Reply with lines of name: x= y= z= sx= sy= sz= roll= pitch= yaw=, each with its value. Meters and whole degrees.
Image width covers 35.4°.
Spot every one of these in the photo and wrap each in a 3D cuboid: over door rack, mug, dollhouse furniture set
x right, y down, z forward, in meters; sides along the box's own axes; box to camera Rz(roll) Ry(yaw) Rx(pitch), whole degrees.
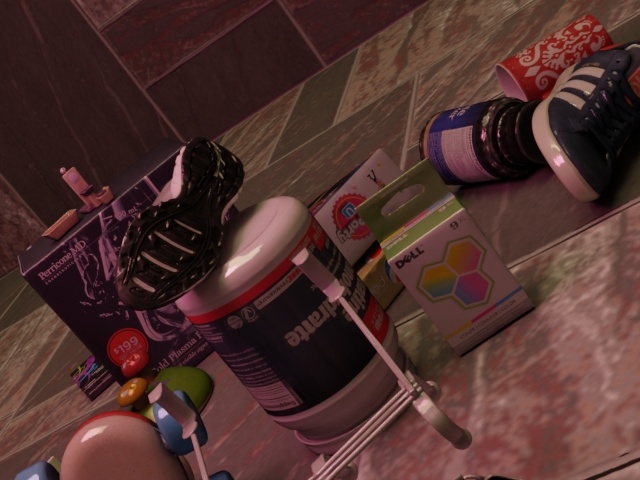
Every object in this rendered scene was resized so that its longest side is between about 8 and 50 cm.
over door rack: x=-0.016 y=0.175 z=0.964 sx=0.239 sy=0.108 sz=0.324 roll=-43 pitch=33 yaw=1
mug: x=0.396 y=-0.271 z=1.635 sx=0.169 sy=0.150 sz=0.113 roll=-33 pitch=-18 yaw=0
dollhouse furniture set: x=-0.409 y=-0.063 z=1.608 sx=0.114 sy=0.081 sz=0.091 roll=-48 pitch=23 yaw=-27

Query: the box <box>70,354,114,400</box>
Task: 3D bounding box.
box: x=-0.427 y=0.249 z=1.965 sx=0.116 sy=0.029 sz=0.162 roll=-42 pitch=20 yaw=-15

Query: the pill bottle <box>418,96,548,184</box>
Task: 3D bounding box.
pill bottle: x=0.258 y=-0.151 z=1.520 sx=0.123 sy=0.123 sz=0.219 roll=-46 pitch=20 yaw=-24

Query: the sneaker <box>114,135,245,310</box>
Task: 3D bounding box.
sneaker: x=-0.162 y=-0.005 z=1.144 sx=0.108 sy=0.100 sz=0.271 roll=-54 pitch=9 yaw=37

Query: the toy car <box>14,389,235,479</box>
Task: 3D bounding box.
toy car: x=-0.224 y=0.295 z=1.244 sx=0.219 sy=0.210 sz=0.238 roll=-27 pitch=5 yaw=-3

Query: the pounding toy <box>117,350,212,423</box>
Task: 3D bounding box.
pounding toy: x=-0.291 y=0.257 z=1.567 sx=0.237 sy=0.110 sz=0.183 roll=-44 pitch=19 yaw=-20

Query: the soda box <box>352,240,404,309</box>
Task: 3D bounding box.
soda box: x=0.074 y=0.062 z=1.441 sx=0.058 sy=0.061 sz=0.181 roll=-10 pitch=32 yaw=53

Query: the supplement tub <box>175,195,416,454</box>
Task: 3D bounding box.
supplement tub: x=-0.028 y=0.101 z=1.197 sx=0.191 sy=0.272 sz=0.191 roll=-33 pitch=19 yaw=13

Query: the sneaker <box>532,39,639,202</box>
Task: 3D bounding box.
sneaker: x=0.387 y=-0.180 z=1.340 sx=0.148 sy=0.131 sz=0.350 roll=-31 pitch=19 yaw=33

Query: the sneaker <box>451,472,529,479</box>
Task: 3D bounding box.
sneaker: x=0.129 y=0.233 z=0.839 sx=0.281 sy=0.115 sz=0.105 roll=-18 pitch=26 yaw=45

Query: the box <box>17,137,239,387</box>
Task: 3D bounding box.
box: x=-0.286 y=0.051 z=1.734 sx=0.343 sy=0.312 sz=0.179 roll=-41 pitch=19 yaw=-9

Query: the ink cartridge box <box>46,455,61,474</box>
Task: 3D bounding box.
ink cartridge box: x=-0.425 y=0.394 z=1.479 sx=0.235 sy=0.056 sz=0.171 roll=-45 pitch=7 yaw=47

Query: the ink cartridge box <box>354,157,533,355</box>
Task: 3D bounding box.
ink cartridge box: x=0.145 y=0.021 z=1.174 sx=0.109 sy=0.209 sz=0.062 roll=-35 pitch=17 yaw=7

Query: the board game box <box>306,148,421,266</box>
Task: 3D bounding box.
board game box: x=0.000 y=0.000 z=1.570 sx=0.224 sy=0.097 sz=0.303 roll=-47 pitch=7 yaw=-24
